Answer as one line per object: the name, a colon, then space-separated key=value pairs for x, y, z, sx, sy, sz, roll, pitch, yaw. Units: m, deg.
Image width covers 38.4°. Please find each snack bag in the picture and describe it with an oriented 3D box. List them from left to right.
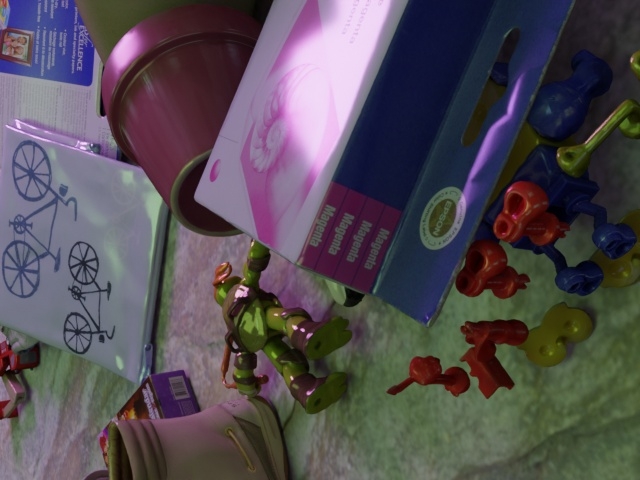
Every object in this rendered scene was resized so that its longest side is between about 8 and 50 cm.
snack bag: x=-0.353 y=0.012 z=1.342 sx=0.342 sy=0.037 sz=0.323 roll=17 pitch=105 yaw=29

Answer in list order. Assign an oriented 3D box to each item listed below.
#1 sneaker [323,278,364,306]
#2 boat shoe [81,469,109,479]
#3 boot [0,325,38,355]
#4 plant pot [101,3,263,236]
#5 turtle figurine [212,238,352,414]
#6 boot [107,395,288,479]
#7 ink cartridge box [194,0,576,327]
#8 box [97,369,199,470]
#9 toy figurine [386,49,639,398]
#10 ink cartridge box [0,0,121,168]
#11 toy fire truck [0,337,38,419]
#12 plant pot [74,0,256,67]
sneaker: x=0.000 y=0.000 z=0.941 sx=0.075 sy=0.057 sz=0.161 roll=-27 pitch=66 yaw=32
boat shoe: x=-0.162 y=0.407 z=1.031 sx=0.340 sy=0.127 sz=0.113 roll=39 pitch=118 yaw=-6
boot: x=-0.458 y=0.101 z=1.515 sx=0.258 sy=0.095 sz=0.123 roll=-34 pitch=84 yaw=44
plant pot: x=-0.110 y=-0.110 z=0.947 sx=0.201 sy=0.201 sz=0.180 roll=-58 pitch=41 yaw=35
turtle figurine: x=-0.059 y=0.078 z=1.005 sx=0.217 sy=0.087 sz=0.270 roll=31 pitch=115 yaw=45
boot: x=-0.120 y=0.308 z=1.002 sx=0.095 sy=0.203 sz=0.262 roll=-34 pitch=65 yaw=47
ink cartridge box: x=0.037 y=-0.138 z=0.691 sx=0.330 sy=0.071 sz=0.324 roll=27 pitch=95 yaw=62
box: x=-0.198 y=0.348 z=1.217 sx=0.201 sy=0.057 sz=0.293 roll=-48 pitch=57 yaw=42
toy figurine: x=0.140 y=-0.077 z=0.674 sx=0.217 sy=0.191 sz=0.363 roll=57 pitch=130 yaw=34
ink cartridge box: x=-0.394 y=-0.242 z=1.388 sx=0.307 sy=0.072 sz=0.304 roll=13 pitch=103 yaw=24
toy fire truck: x=-0.560 y=0.249 z=1.665 sx=0.192 sy=0.047 sz=0.135 roll=-23 pitch=75 yaw=48
plant pot: x=-0.171 y=-0.288 z=1.028 sx=0.256 sy=0.256 sz=0.274 roll=29 pitch=130 yaw=46
